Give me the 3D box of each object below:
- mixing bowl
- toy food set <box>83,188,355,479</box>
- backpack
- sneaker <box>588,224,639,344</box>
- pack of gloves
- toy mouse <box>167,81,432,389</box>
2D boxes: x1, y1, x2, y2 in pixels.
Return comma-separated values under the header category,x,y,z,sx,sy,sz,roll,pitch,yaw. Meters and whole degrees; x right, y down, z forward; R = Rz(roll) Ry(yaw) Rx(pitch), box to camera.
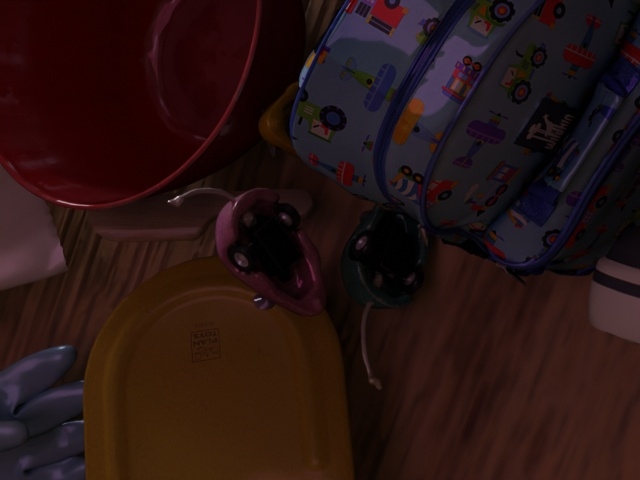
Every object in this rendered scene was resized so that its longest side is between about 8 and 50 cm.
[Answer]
category,x,y,z,sx,sy,sz,roll,pitch,yaw
mixing bowl,-0.075,-0.101,0.798,0.181,0.098,0.181,-3,84,33
toy food set,-0.043,0.083,0.782,0.128,0.071,0.218,-9,67,11
backpack,0.078,-0.064,0.658,0.117,0.173,0.158,42,107,27
sneaker,0.258,-0.005,0.573,0.321,0.126,0.127,5,94,22
pack of gloves,-0.231,0.072,0.828,0.232,0.046,0.195,-20,106,-1
toy mouse,0.000,0.000,0.738,0.031,0.161,0.143,-15,91,48
